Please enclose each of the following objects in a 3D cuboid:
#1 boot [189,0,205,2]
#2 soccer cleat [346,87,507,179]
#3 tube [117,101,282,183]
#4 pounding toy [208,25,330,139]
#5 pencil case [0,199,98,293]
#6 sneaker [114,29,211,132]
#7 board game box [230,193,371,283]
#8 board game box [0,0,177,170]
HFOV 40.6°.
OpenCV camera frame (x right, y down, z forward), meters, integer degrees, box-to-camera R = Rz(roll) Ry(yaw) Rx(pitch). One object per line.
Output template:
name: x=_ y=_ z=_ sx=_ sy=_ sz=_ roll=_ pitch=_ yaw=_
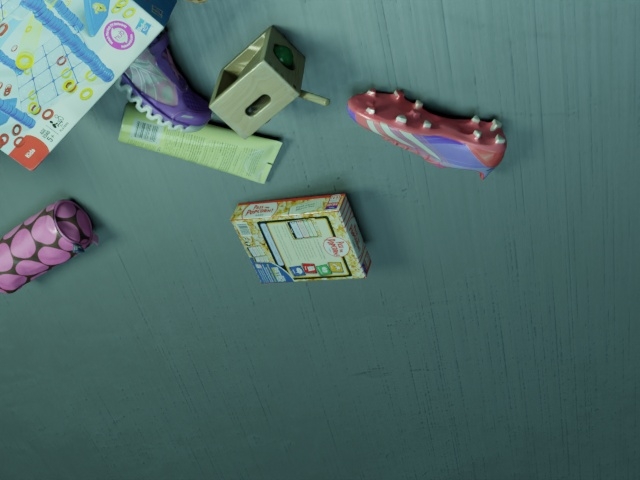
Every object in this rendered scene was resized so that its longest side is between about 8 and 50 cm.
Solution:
boot: x=-0.228 y=-0.385 z=1.027 sx=0.283 sy=0.220 sz=0.109 roll=27 pitch=126 yaw=-16
soccer cleat: x=0.153 y=-0.152 z=1.279 sx=0.248 sy=0.083 sz=0.095 roll=12 pitch=133 yaw=-8
tube: x=-0.186 y=-0.149 z=1.324 sx=0.240 sy=0.070 sz=0.062 roll=15 pitch=86 yaw=-13
pounding toy: x=-0.067 y=-0.215 z=1.209 sx=0.141 sy=0.130 sz=0.100 roll=-34 pitch=119 yaw=27
pencil case: x=-0.479 y=0.017 z=1.459 sx=0.209 sy=0.095 sz=0.098 roll=-26 pitch=143 yaw=25
sneaker: x=-0.242 y=-0.250 z=1.225 sx=0.236 sy=0.095 sz=0.104 roll=37 pitch=115 yaw=-22
board game box: x=-0.031 y=0.001 z=1.409 sx=0.193 sy=0.045 sz=0.147 roll=-4 pitch=130 yaw=24
board game box: x=-0.398 y=-0.287 z=1.096 sx=0.302 sy=0.086 sz=0.308 roll=38 pitch=120 yaw=-23
